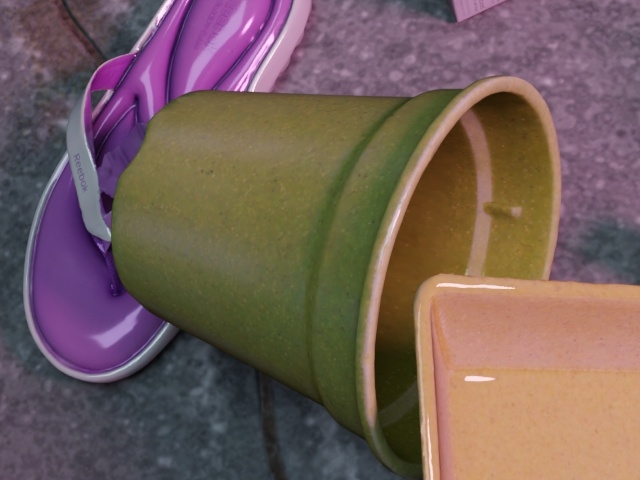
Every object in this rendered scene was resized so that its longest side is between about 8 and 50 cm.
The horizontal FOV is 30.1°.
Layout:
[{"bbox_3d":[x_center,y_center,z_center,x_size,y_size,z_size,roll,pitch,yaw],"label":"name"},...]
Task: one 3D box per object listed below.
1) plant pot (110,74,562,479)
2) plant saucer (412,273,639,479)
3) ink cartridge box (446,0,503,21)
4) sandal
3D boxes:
[{"bbox_3d":[0.000,0.000,0.859,0.254,0.276,0.276,15,75,31],"label":"plant pot"},{"bbox_3d":[0.205,0.197,0.746,0.333,0.081,0.332,3,74,-18],"label":"plant saucer"},{"bbox_3d":[0.162,-0.258,0.971,0.150,0.109,0.063,-25,66,5],"label":"ink cartridge box"},{"bbox_3d":[-0.144,-0.089,0.991,0.169,0.102,0.416,17,76,19],"label":"sandal"}]
